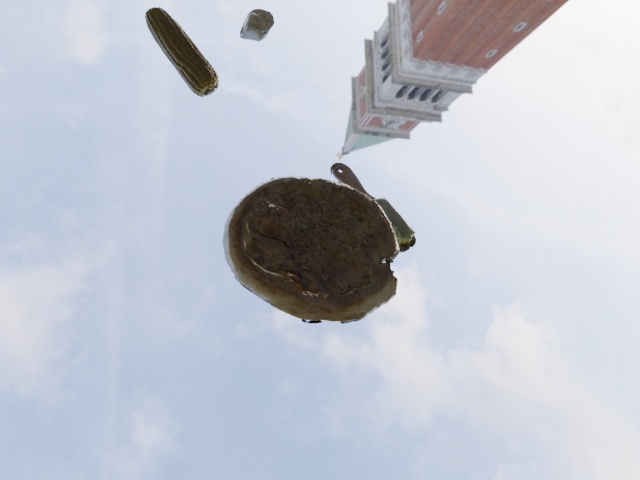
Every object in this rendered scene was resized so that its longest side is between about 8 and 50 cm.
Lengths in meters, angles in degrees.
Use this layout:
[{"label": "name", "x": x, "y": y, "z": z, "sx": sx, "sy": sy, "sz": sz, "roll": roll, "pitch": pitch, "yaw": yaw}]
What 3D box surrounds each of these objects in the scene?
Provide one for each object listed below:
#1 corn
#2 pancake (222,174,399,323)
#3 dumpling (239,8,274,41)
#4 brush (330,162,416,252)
[{"label": "corn", "x": -0.332, "y": -0.454, "z": 1.067, "sx": 0.080, "sy": 0.080, "sz": 0.231, "roll": -38, "pitch": -85, "yaw": -19}, {"label": "pancake", "x": -0.001, "y": 0.001, "z": 0.918, "sx": 0.382, "sy": 0.071, "sz": 0.382, "roll": 10, "pitch": -128, "yaw": -13}, {"label": "dumpling", "x": -0.132, "y": -0.449, "z": 0.921, "sx": 0.052, "sy": 0.076, "sz": 0.057, "roll": 27, "pitch": -112, "yaw": -23}, {"label": "brush", "x": 0.130, "y": -0.103, "z": 1.102, "sx": 0.072, "sy": 0.067, "sz": 0.313, "roll": -26, "pitch": -118, "yaw": -24}]
